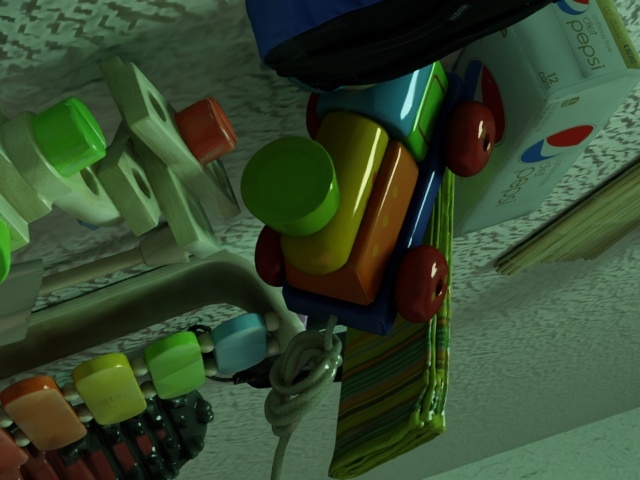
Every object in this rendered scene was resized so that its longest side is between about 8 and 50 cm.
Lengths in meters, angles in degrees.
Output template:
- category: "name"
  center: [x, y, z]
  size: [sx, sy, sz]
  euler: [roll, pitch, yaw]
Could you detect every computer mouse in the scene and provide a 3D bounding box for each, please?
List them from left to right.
- category: "computer mouse"
  center: [-0.021, 0.089, 1.261]
  size: [0.262, 0.060, 0.184]
  euler: [-5, 164, -15]

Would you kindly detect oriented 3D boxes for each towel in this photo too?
- category: "towel"
  center: [0.041, 0.019, 0.835]
  size: [0.021, 0.237, 0.102]
  euler: [22, 145, -25]

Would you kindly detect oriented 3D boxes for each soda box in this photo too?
- category: "soda box"
  center: [0.122, -0.078, 0.875]
  size: [0.069, 0.074, 0.216]
  euler: [-18, 163, -15]

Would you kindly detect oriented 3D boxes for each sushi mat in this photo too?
- category: "sushi mat"
  center: [0.306, -0.045, 1.323]
  size: [0.151, 0.019, 0.316]
  euler: [-11, 160, -37]

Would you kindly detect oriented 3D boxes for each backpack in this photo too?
- category: "backpack"
  center: [0.027, -0.119, 0.573]
  size: [0.120, 0.101, 0.098]
  euler: [-25, 162, 24]

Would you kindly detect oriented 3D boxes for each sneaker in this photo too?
- category: "sneaker"
  center: [-0.229, 0.186, 1.197]
  size: [0.276, 0.097, 0.135]
  euler: [-26, -155, -17]

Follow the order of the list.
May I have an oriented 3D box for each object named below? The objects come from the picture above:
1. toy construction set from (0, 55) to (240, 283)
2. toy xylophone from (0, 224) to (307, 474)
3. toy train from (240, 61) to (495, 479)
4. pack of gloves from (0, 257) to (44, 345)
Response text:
- category: "toy construction set"
  center: [-0.184, 0.025, 0.632]
  size: [0.327, 0.151, 0.215]
  euler: [-37, 130, -2]
- category: "toy xylophone"
  center: [-0.169, 0.087, 1.013]
  size: [0.322, 0.081, 0.236]
  euler: [-22, 163, -1]
- category: "toy train"
  center: [0.000, 0.000, 0.721]
  size: [0.105, 0.248, 0.143]
  euler: [13, 164, 23]
- category: "pack of gloves"
  center: [-0.258, 0.008, 0.745]
  size: [0.232, 0.046, 0.195]
  euler: [-12, 147, -31]
